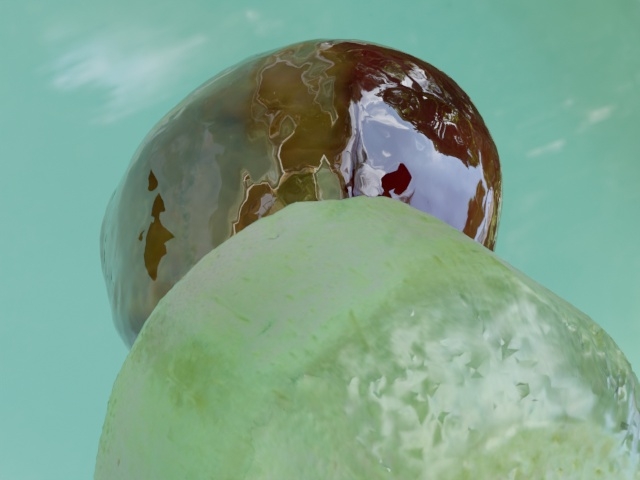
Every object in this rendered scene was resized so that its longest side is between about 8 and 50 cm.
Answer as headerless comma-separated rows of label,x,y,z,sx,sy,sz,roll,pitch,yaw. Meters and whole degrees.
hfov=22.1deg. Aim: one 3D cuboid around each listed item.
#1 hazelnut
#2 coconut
hazelnut,0.000,0.000,0.900,0.229,0.229,0.229,52,27,-40
coconut,0.023,0.101,0.592,0.236,0.204,0.236,40,-7,5
